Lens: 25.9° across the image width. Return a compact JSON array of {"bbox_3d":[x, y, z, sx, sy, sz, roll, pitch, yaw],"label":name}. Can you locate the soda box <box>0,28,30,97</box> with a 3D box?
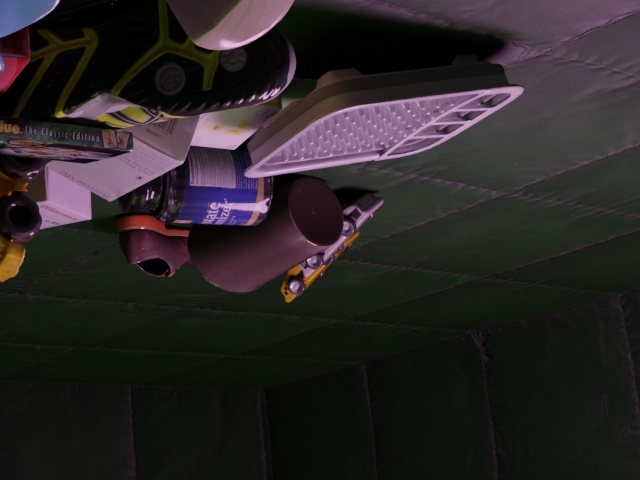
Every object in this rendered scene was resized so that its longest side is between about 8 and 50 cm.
[{"bbox_3d":[-0.419,-0.207,1.638,0.083,0.092,0.263,1,164,-28],"label":"soda box"}]

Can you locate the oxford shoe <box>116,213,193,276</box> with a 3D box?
[{"bbox_3d":[-0.291,0.027,2.579,0.097,0.098,0.271,-12,164,25],"label":"oxford shoe"}]

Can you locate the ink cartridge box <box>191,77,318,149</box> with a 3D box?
[{"bbox_3d":[-0.091,-0.179,1.948,0.235,0.056,0.171,4,162,-27],"label":"ink cartridge box"}]

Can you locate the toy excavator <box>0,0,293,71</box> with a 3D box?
[{"bbox_3d":[-0.259,-0.266,1.193,0.445,0.222,0.433,-27,142,-5],"label":"toy excavator"}]

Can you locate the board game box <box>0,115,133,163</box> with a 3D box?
[{"bbox_3d":[-0.372,-0.125,1.682,0.259,0.030,0.136,5,176,-36],"label":"board game box"}]

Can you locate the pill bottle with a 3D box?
[{"bbox_3d":[-0.193,-0.086,2.128,0.219,0.123,0.123,1,164,-25],"label":"pill bottle"}]

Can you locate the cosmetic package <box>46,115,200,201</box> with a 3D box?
[{"bbox_3d":[-0.274,-0.134,1.899,0.117,0.085,0.231,29,153,-23],"label":"cosmetic package"}]

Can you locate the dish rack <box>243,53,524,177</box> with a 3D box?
[{"bbox_3d":[0.075,-0.173,1.883,0.332,0.072,0.285,-11,171,-32],"label":"dish rack"}]

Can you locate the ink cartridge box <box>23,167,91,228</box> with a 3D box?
[{"bbox_3d":[-0.475,-0.068,2.185,0.190,0.082,0.139,-9,165,20],"label":"ink cartridge box"}]

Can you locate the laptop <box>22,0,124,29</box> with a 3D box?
[{"bbox_3d":[-0.230,-0.313,1.453,0.234,0.137,0.264,-11,-170,22],"label":"laptop"}]

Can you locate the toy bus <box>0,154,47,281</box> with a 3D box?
[{"bbox_3d":[-0.496,-0.071,1.915,0.211,0.220,0.149,11,157,-27],"label":"toy bus"}]

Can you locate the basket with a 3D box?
[{"bbox_3d":[-0.081,-0.015,2.408,0.204,0.154,0.227,2,161,-45],"label":"basket"}]

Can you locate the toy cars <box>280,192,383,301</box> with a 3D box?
[{"bbox_3d":[0.000,0.000,2.585,0.176,0.087,0.394,-43,176,-18],"label":"toy cars"}]

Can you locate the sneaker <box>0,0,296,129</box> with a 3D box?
[{"bbox_3d":[-0.199,-0.208,1.669,0.384,0.145,0.147,0,176,24],"label":"sneaker"}]
